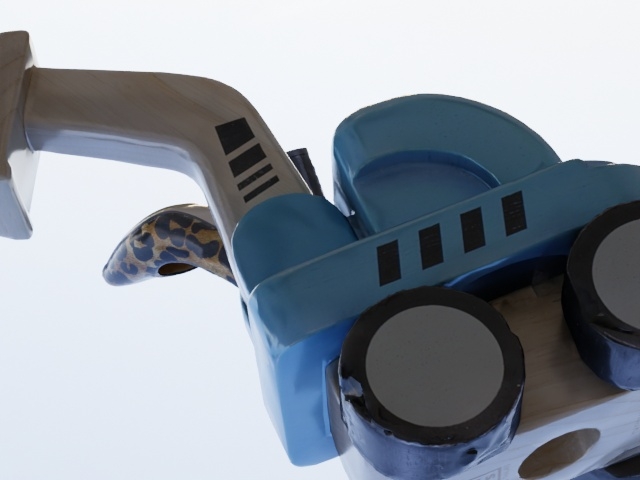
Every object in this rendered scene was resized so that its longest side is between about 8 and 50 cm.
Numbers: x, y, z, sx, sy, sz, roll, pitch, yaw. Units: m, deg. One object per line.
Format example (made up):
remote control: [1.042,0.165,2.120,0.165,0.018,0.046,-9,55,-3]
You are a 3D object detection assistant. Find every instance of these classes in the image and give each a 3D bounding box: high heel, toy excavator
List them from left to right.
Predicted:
high heel: [-0.080,0.051,1.484,0.261,0.186,0.093,-25,173,34]
toy excavator: [0.000,0.000,1.124,0.432,0.222,0.445,-20,-122,-9]
